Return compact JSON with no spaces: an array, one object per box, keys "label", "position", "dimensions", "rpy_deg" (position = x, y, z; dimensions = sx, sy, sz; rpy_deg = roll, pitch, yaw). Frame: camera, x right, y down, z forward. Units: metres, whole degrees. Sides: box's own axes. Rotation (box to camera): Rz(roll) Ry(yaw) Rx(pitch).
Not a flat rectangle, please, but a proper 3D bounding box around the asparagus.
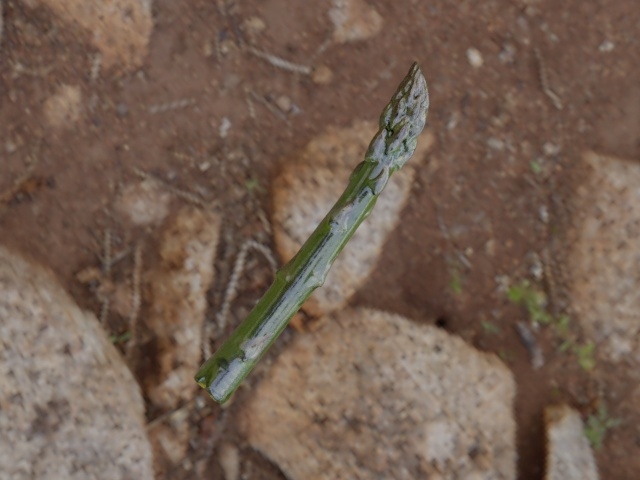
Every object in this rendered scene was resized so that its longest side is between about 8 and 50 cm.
[{"label":"asparagus","position":[0.000,0.000,0.410],"dimensions":[0.015,0.014,0.114],"rpy_deg":[32,102,-21]}]
